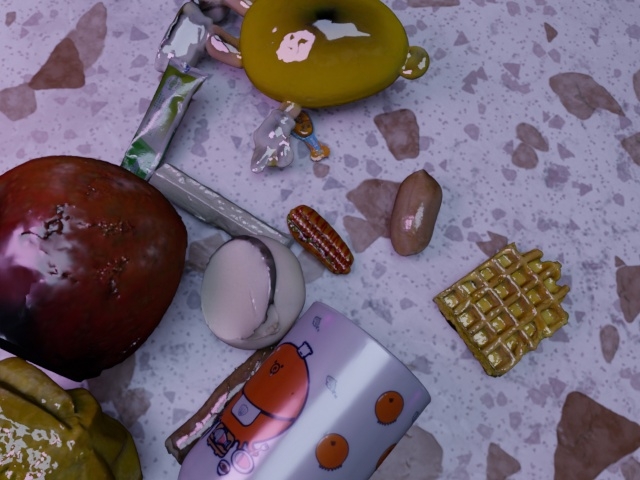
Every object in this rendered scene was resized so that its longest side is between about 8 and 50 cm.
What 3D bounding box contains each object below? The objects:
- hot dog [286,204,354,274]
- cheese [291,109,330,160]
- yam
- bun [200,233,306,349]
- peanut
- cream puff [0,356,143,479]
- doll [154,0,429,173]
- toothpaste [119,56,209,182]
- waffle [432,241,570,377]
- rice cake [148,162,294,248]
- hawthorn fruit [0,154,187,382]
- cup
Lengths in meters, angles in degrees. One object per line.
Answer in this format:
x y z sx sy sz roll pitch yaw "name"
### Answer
0.000 0.000 0.903 0.062 0.038 0.144 -41 82 -14 "hot dog"
-0.024 -0.189 0.964 0.047 0.017 0.111 -32 80 -9 "cheese"
-0.134 0.235 0.821 0.057 0.057 0.241 44 77 7 "yam"
-0.093 0.078 0.829 0.173 0.120 0.173 -10 74 37 "bun"
0.158 -0.045 0.911 0.076 0.076 0.152 15 79 0 "peanut"
-0.401 0.297 0.643 0.323 0.274 0.270 25 117 -2 "cream puff"
-0.073 -0.324 0.927 0.348 0.161 0.423 -44 79 3 "doll"
-0.270 -0.180 0.899 0.078 0.047 0.248 27 91 11 "toothpaste"
0.316 0.100 0.894 0.211 0.055 0.160 -32 79 -13 "waffle"
-0.166 -0.045 0.897 0.256 0.052 0.057 31 106 4 "rice cake"
-0.333 0.038 0.746 0.316 0.316 0.316 1 75 -4 "hawthorn fruit"
-0.029 0.271 0.740 0.212 0.212 0.317 40 77 6 "cup"
